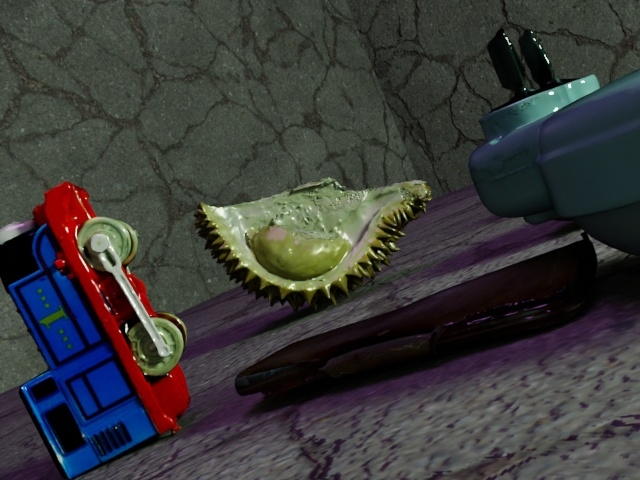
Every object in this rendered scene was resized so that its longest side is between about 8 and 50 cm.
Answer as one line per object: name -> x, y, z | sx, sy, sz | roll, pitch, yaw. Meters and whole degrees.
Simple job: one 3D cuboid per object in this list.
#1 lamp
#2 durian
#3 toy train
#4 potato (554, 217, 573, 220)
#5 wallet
lamp -> 0.215, -0.066, 0.483 | 0.209, 0.147, 0.284 | -21, 19, -37
durian -> 0.000, 0.000, 1.053 | 0.306, 0.166, 0.172 | -12, 4, 2
toy train -> -0.182, 0.067, 0.622 | 0.131, 0.204, 0.083 | -27, 2, -6
potato -> 0.321, -0.098, 0.846 | 0.251, 0.113, 0.149 | -21, 5, -15
wallet -> 0.061, 0.061, 0.559 | 0.255, 0.031, 0.137 | -22, 2, 27
